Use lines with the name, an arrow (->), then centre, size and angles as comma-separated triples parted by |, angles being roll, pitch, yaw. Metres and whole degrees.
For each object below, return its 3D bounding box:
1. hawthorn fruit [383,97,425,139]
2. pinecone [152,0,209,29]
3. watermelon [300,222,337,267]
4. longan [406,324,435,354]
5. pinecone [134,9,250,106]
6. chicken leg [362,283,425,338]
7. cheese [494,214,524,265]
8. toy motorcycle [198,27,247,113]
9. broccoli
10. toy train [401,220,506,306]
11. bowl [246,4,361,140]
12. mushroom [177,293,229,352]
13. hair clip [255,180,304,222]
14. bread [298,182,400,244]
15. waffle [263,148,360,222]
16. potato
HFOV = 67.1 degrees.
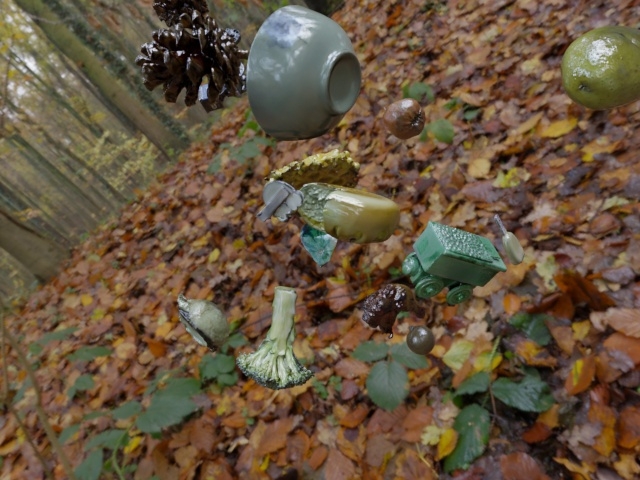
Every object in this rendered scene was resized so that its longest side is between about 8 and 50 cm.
hawthorn fruit -> 0.292, -0.429, 1.736 | 0.149, 0.149, 0.189 | -50, 15, -18
pinecone -> -0.553, -0.927, 1.883 | 0.221, 0.221, 0.221 | -38, 20, 16
watermelon -> -0.008, -0.018, 1.899 | 0.231, 0.146, 0.129 | -75, 7, -55
longan -> 0.349, 0.346, 1.695 | 0.092, 0.114, 0.113 | -14, 3, -30
pinecone -> -0.344, -0.477, 1.292 | 0.308, 0.244, 0.244 | -11, 27, 9
chicken leg -> 0.267, 0.242, 1.704 | 0.322, 0.178, 0.082 | -21, 13, -41
cheese -> 0.670, -0.008, 1.728 | 0.037, 0.192, 0.097 | -20, 17, 41
toy motorcycle -> -0.397, -0.683, 1.885 | 0.212, 0.125, 0.359 | -14, 66, 4
broccoli -> -0.167, 0.347, 1.722 | 0.251, 0.221, 0.362 | -16, 74, 22
toy train -> 0.369, 0.075, 1.389 | 0.202, 0.265, 0.145 | -57, 31, 33
bowl -> -0.006, -0.344, 1.034 | 0.146, 0.289, 0.289 | 21, 62, 34
mushroom -> -0.429, 0.285, 1.769 | 0.129, 0.248, 0.344 | -33, -1, -23
hair clip -> -0.126, -0.115, 1.425 | 0.172, 0.116, 0.049 | -43, 8, 38
bread -> 0.091, -0.081, 1.515 | 0.333, 0.332, 0.160 | -128, 50, -71
waffle -> -0.036, -0.210, 1.854 | 0.381, 0.095, 0.380 | -17, -22, -10
potato -> 0.562, -0.333, 0.944 | 0.248, 0.169, 0.144 | -29, -33, -35
